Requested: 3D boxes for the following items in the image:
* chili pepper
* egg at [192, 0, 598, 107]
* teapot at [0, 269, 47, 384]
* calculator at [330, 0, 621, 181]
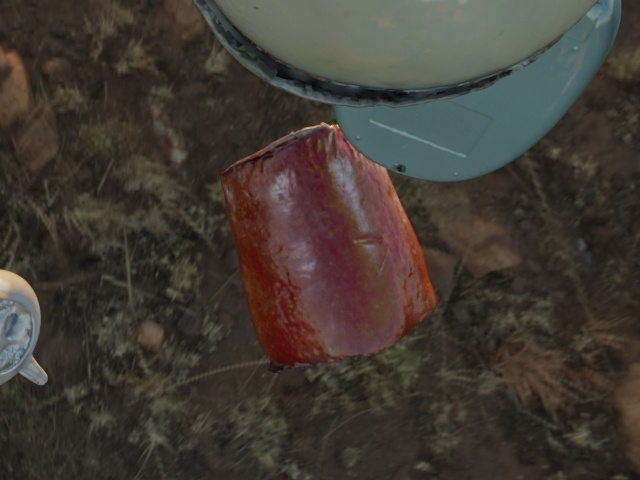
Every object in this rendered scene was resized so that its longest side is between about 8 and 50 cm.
[{"bbox_3d":[0.000,0.000,1.640,0.229,0.251,0.305,-23,98,-48],"label":"chili pepper"},{"bbox_3d":[0.050,-0.222,0.662,0.287,0.174,0.264,-14,80,-1],"label":"egg"},{"bbox_3d":[-0.391,0.108,1.423,0.092,0.226,0.145,21,67,29],"label":"teapot"},{"bbox_3d":[0.109,-0.144,0.871,0.184,0.295,0.042,20,50,-8],"label":"calculator"}]
